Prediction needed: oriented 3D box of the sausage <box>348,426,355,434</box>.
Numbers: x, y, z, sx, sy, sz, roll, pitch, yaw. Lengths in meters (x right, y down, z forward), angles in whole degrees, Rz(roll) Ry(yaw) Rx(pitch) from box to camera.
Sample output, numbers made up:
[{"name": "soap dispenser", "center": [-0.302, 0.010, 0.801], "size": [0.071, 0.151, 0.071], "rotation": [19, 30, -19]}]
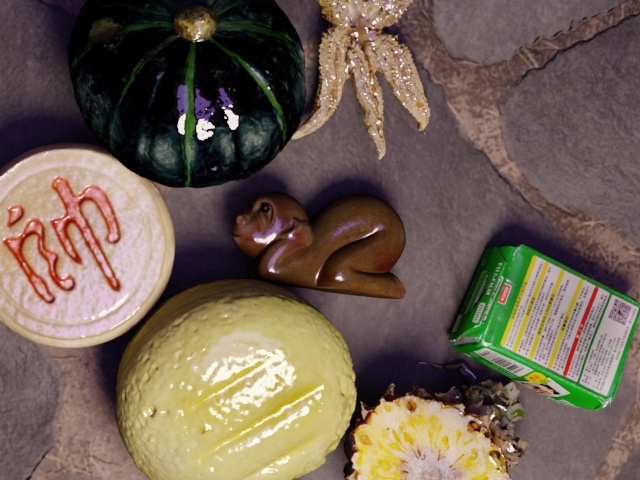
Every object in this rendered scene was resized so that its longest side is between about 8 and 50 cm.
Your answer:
[{"name": "sausage", "center": [0.079, 0.303, 1.866], "size": [0.059, 0.054, 0.094], "rotation": [-40, 103, -13]}]

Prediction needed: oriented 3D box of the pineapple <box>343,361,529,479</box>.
[{"name": "pineapple", "center": [0.199, 0.284, 1.809], "size": [0.262, 0.271, 0.263], "rotation": [9, 108, 28]}]

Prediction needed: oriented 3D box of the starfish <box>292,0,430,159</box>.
[{"name": "starfish", "center": [0.075, -0.263, 1.804], "size": [0.301, 0.084, 0.294], "rotation": [-6, 100, -10]}]

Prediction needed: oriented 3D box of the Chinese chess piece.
[{"name": "Chinese chess piece", "center": [-0.326, 0.006, 1.694], "size": [0.270, 0.112, 0.270], "rotation": [1, 86, -9]}]

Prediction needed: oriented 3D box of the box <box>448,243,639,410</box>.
[{"name": "box", "center": [0.330, 0.126, 1.878], "size": [0.250, 0.103, 0.180], "rotation": [27, 78, -16]}]

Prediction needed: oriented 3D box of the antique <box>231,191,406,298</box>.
[{"name": "antique", "center": [0.000, 0.000, 1.789], "size": [0.256, 0.121, 0.143], "rotation": [6, 86, -15]}]

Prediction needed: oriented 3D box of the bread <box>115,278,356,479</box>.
[{"name": "bread", "center": [-0.114, 0.199, 1.714], "size": [0.320, 0.237, 0.321], "rotation": [-1, 98, -7]}]

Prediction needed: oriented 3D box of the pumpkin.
[{"name": "pumpkin", "center": [-0.167, -0.217, 1.630], "size": [0.315, 0.238, 0.315], "rotation": [4, 58, -6]}]
